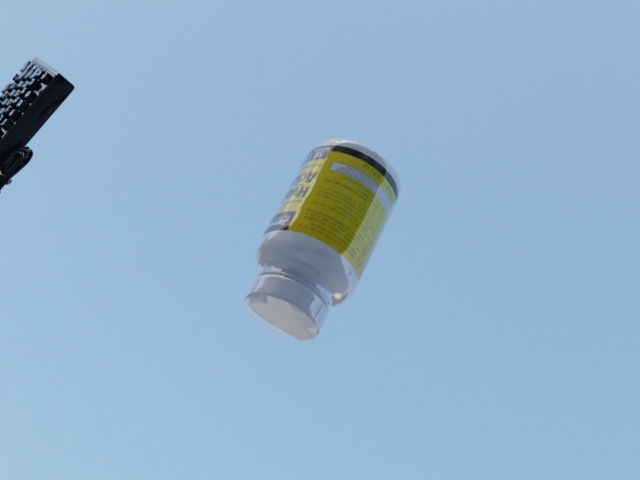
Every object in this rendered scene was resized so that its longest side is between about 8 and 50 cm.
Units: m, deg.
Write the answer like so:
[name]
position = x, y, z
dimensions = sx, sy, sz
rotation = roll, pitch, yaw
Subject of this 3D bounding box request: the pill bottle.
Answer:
[pill bottle]
position = 0.000, 0.000, 0.563
dimensions = 0.065, 0.116, 0.065
rotation = 19, -32, 12

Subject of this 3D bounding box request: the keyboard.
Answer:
[keyboard]
position = -0.265, -0.064, 0.728
dimensions = 0.180, 0.023, 0.108
rotation = -51, -136, -4
